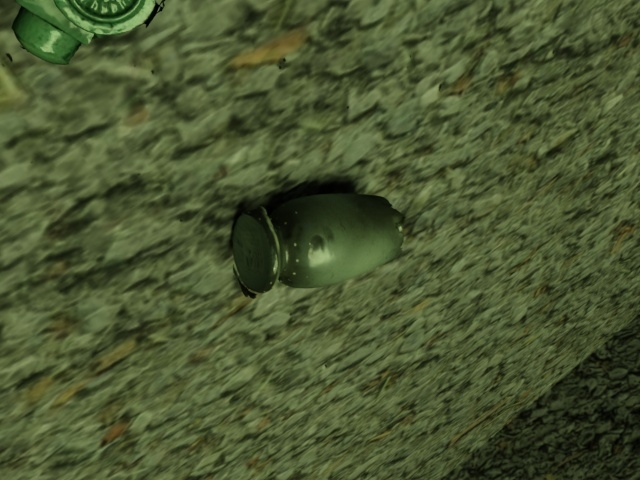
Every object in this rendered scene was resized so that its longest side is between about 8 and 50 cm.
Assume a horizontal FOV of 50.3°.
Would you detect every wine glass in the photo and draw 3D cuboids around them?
[{"bbox_3d":[0.000,0.000,0.825,0.204,0.111,0.111,-10,133,-32],"label":"wine glass"}]

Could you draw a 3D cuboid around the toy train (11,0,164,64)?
[{"bbox_3d":[-0.142,-0.269,0.432,0.189,0.126,0.307,32,104,-21],"label":"toy train"}]
